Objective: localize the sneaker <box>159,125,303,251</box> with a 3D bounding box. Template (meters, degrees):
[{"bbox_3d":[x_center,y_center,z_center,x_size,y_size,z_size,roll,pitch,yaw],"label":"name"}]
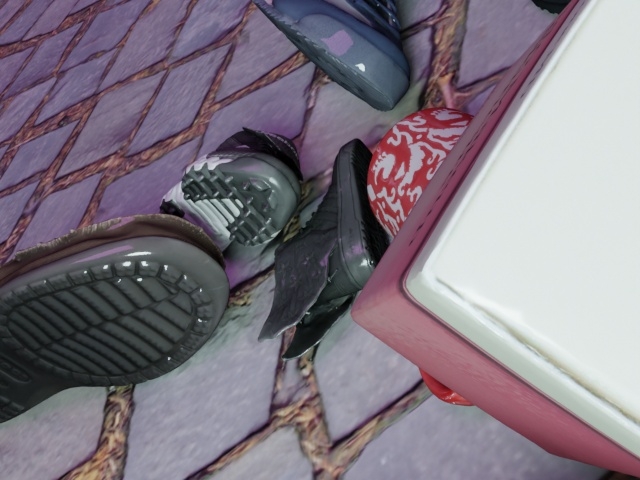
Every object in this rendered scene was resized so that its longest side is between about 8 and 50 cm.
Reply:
[{"bbox_3d":[-0.054,-0.049,0.888,0.106,0.078,0.234,-46,9,-18],"label":"sneaker"}]

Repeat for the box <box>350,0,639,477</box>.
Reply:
[{"bbox_3d":[0.109,-0.002,0.447,0.148,0.127,0.232,-56,-1,-8],"label":"box"}]

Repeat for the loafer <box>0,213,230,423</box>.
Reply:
[{"bbox_3d":[-0.213,0.044,0.949,0.366,0.134,0.130,-20,39,37],"label":"loafer"}]

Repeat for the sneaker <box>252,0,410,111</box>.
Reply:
[{"bbox_3d":[0.023,-0.214,0.992,0.131,0.112,0.319,-45,31,7],"label":"sneaker"}]

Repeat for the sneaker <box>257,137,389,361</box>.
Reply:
[{"bbox_3d":[0.002,0.002,0.818,0.089,0.051,0.170,-28,37,22],"label":"sneaker"}]

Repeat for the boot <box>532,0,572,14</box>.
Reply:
[{"bbox_3d":[0.128,-0.284,0.851,0.094,0.207,0.246,-41,31,8],"label":"boot"}]

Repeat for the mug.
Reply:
[{"bbox_3d":[0.083,-0.002,0.666,0.150,0.113,0.169,-43,27,1],"label":"mug"}]
